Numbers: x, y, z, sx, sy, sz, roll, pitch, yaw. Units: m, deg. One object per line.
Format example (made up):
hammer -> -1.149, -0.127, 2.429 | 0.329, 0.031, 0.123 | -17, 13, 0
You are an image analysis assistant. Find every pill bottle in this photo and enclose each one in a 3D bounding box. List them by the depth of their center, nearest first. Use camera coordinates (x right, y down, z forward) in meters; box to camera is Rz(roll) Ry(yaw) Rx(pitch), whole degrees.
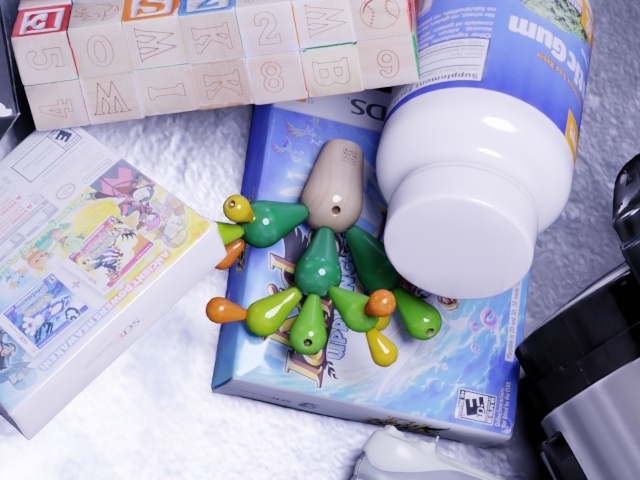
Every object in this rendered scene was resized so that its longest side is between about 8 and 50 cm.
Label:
pill bottle -> 0.126, -0.089, 1.544 | 0.152, 0.152, 0.272 | 26, 46, -13

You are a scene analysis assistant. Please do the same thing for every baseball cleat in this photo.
baseball cleat -> 0.114, 0.227, 1.607 | 0.206, 0.072, 0.109 | 26, 84, -11

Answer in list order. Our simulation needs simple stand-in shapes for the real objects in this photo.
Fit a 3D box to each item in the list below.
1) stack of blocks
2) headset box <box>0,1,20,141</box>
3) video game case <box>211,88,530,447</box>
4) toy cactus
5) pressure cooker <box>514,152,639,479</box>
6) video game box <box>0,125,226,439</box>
stack of blocks -> -0.076, -0.183, 1.540 | 0.297, 0.087, 0.171 | -7, 36, 5
headset box -> -0.372, -0.178, 1.485 | 0.246, 0.131, 0.283 | -8, 79, -23
video game case -> 0.052, 0.014, 1.634 | 0.244, 0.061, 0.269 | 13, 72, -16
toy cactus -> 0.000, 0.000, 1.540 | 0.219, 0.112, 0.180 | 15, 62, -5
pressure cooker -> 0.361, 0.111, 1.547 | 0.375, 0.370, 0.420 | -24, 80, -28
video game box -> -0.204, 0.021, 1.476 | 0.205, 0.048, 0.187 | -43, 54, -16
